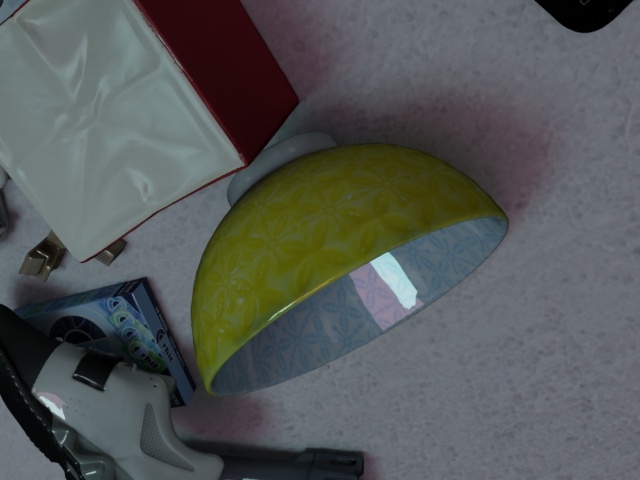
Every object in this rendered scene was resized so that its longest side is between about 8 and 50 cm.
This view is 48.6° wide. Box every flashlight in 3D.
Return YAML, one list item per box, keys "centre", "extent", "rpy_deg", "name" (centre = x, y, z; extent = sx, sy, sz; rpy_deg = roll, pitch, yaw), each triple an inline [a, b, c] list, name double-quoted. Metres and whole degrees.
- centre: [-0.104, 0.311, 0.853]
  extent: [0.304, 0.103, 0.103]
  rpy_deg: [3, 114, 11]
  name: "flashlight"

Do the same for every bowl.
- centre: [0.000, 0.000, 0.626]
  extent: [0.289, 0.289, 0.156]
  rpy_deg: [-38, 70, 24]
  name: "bowl"

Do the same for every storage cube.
- centre: [-0.158, -0.130, 0.606]
  extent: [0.183, 0.193, 0.215]
  rpy_deg: [-27, 108, 21]
  name: "storage cube"

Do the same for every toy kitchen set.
- centre: [-0.273, 0.026, 0.771]
  extent: [0.075, 0.068, 0.083]
  rpy_deg: [33, 117, -5]
  name: "toy kitchen set"

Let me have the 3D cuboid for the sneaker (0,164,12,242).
- centre: [-0.418, 0.004, 0.776]
  extent: [0.118, 0.110, 0.292]
  rpy_deg: [25, 118, -11]
  name: "sneaker"

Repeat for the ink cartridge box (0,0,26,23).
- centre: [-0.301, -0.192, 0.658]
  extent: [0.207, 0.097, 0.046]
  rpy_deg: [-39, 103, 24]
  name: "ink cartridge box"

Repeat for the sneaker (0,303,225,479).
- centre: [-0.242, 0.176, 0.776]
  extent: [0.330, 0.146, 0.122]
  rpy_deg: [44, 143, 13]
  name: "sneaker"

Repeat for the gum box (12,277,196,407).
- centre: [-0.262, 0.138, 0.837]
  extent: [0.184, 0.041, 0.157]
  rpy_deg: [-13, 111, 16]
  name: "gum box"

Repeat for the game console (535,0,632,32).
- centre: [0.307, -0.305, 0.515]
  extent: [0.213, 0.044, 0.361]
  rpy_deg: [39, 116, -8]
  name: "game console"

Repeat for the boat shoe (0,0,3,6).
- centre: [-0.276, -0.235, 0.536]
  extent: [0.070, 0.219, 0.078]
  rpy_deg: [2, 153, 20]
  name: "boat shoe"
